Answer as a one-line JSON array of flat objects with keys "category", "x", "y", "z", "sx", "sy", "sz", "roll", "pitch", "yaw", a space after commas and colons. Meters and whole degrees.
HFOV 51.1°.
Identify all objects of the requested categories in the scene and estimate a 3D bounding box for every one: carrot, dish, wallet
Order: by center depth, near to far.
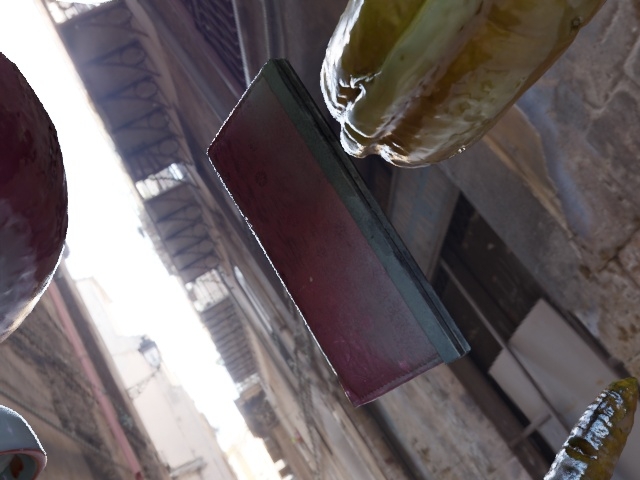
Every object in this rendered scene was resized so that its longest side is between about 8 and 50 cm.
[{"category": "wallet", "x": 0.000, "y": 0.000, "z": 0.474, "sx": 0.025, "sy": 0.232, "sz": 0.119, "roll": -21, "pitch": -14, "yaw": -43}, {"category": "carrot", "x": 0.222, "y": 0.261, "z": 0.627, "sx": 0.314, "sy": 0.066, "sz": 0.066, "roll": -53, "pitch": -20, "yaw": -14}, {"category": "dish", "x": -0.505, "y": 0.296, "z": 0.878, "sx": 0.256, "sy": 0.117, "sz": 0.256, "roll": -27, "pitch": -27, "yaw": -15}]

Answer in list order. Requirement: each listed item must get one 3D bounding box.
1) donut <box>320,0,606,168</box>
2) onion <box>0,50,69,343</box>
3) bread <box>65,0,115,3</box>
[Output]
[{"category": "donut", "x": 0.170, "y": -0.259, "z": 0.713, "sx": 0.449, "sy": 0.198, "sz": 0.449, "roll": -51, "pitch": 0, "yaw": 0}, {"category": "onion", "x": -0.335, "y": 0.012, "z": 0.460, "sx": 0.358, "sy": 0.345, "sz": 0.358, "roll": -35, "pitch": 6, "yaw": 4}, {"category": "bread", "x": -0.122, "y": -0.277, "z": 0.309, "sx": 0.300, "sy": 0.341, "sz": 0.210, "roll": -52, "pitch": -17, "yaw": -24}]
